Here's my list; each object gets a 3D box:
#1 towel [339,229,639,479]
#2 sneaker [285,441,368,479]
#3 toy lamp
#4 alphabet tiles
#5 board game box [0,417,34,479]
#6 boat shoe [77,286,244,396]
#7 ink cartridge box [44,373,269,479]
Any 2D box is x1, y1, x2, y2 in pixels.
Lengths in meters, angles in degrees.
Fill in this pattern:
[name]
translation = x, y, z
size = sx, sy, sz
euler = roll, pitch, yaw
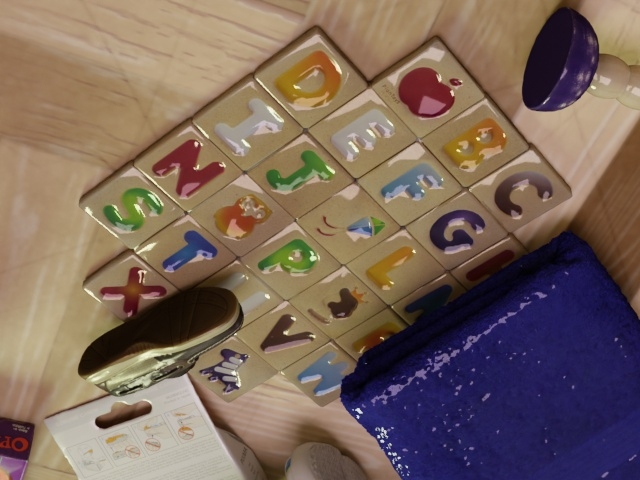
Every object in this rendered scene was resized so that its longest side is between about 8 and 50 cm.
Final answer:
[towel]
translation = 0.178, 0.155, 0.974
size = 0.228, 0.076, 0.308
euler = -34, 120, 6
[sneaker]
translation = 0.003, 0.277, 1.079
size = 0.126, 0.091, 0.240
euler = -23, 126, 17
[toy lamp]
translation = 0.276, -0.083, 0.806
size = 0.275, 0.080, 0.080
euler = 15, 127, -14
[alphabet tiles]
translation = 0.000, 0.000, 0.908
size = 0.342, 0.011, 0.285
euler = -33, 122, 22
[board game box]
translation = -0.400, 0.271, 1.095
size = 0.208, 0.056, 0.346
euler = 13, 127, -16
[boat shoe]
translation = -0.118, 0.081, 0.933
size = 0.152, 0.056, 0.049
euler = -21, 132, 27
[ink cartridge box]
translation = -0.137, 0.198, 1.058
size = 0.145, 0.045, 0.179
euler = -21, 108, 16
